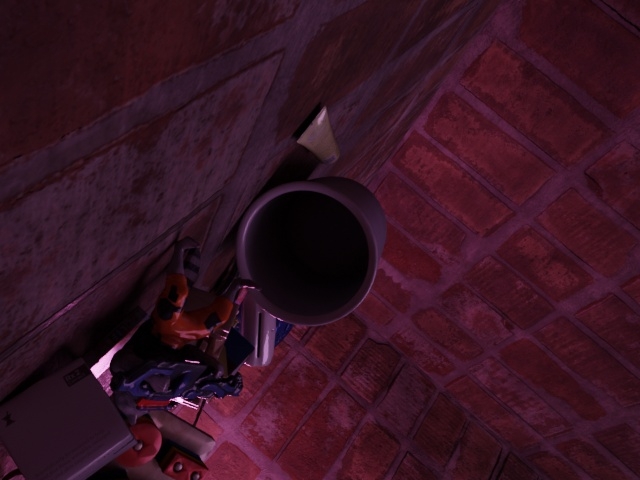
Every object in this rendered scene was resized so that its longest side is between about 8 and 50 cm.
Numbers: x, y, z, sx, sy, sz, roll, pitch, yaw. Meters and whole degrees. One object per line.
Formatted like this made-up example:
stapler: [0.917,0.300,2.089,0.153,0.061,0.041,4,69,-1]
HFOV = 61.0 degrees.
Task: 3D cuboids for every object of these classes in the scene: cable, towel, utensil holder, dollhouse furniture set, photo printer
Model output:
cable: [-0.260,0.103,1.524,0.139,0.072,0.287,-33,152,-48]
towel: [-0.291,0.410,1.319,0.060,0.009,0.083,-84,-162,-68]
utensil holder: [0.000,0.000,1.380,0.327,0.327,0.385,-51,178,15]
dollhouse furniture set: [-0.399,0.325,1.298,0.362,0.256,0.394,123,-12,-62]
photo printer: [-0.208,0.264,1.797,0.307,0.107,0.256,-141,-126,-79]

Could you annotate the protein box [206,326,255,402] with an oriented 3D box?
protein box: [-0.342,0.346,1.652,0.136,0.200,0.201,-42,172,-46]

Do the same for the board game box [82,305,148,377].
board game box: [-0.398,0.203,1.045,0.154,0.026,0.103,-47,175,-30]

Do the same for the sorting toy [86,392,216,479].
sorting toy: [-0.362,0.459,1.053,0.257,0.255,0.089,-53,-148,-12]

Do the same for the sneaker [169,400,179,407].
sneaker: [-0.452,0.437,1.838,0.341,0.125,0.139,-48,177,-9]

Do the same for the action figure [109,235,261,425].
action figure: [-0.256,0.188,1.016,0.330,0.178,0.341,-56,150,-8]

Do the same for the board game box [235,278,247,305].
board game box: [-0.219,0.108,1.660,0.281,0.027,0.145,-54,-166,46]

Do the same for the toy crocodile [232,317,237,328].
toy crocodile: [-0.411,0.385,2.001,0.340,0.105,0.115,-52,-144,23]

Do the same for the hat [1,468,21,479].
hat: [-0.539,0.395,1.111,0.208,0.173,0.183,-17,-172,-42]

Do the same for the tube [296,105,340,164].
tube: [0.000,-0.225,1.200,0.240,0.062,0.070,24,63,-80]

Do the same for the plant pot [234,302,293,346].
plant pot: [-0.216,0.268,2.094,0.236,0.236,0.212,-42,165,-55]

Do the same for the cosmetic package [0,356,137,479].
cosmetic package: [-0.408,0.309,0.884,0.151,0.151,0.184,-34,169,-25]
